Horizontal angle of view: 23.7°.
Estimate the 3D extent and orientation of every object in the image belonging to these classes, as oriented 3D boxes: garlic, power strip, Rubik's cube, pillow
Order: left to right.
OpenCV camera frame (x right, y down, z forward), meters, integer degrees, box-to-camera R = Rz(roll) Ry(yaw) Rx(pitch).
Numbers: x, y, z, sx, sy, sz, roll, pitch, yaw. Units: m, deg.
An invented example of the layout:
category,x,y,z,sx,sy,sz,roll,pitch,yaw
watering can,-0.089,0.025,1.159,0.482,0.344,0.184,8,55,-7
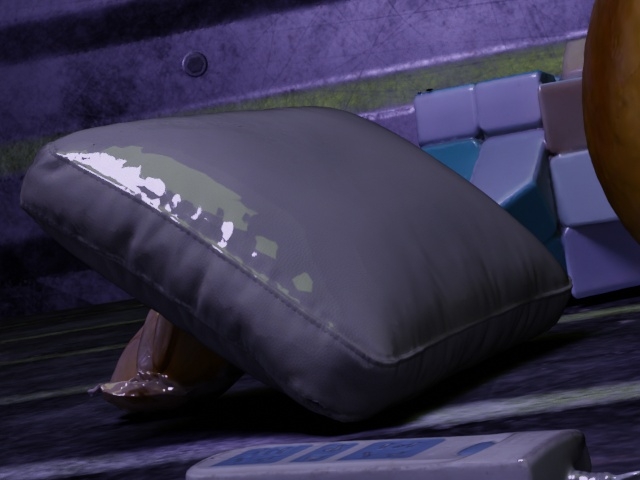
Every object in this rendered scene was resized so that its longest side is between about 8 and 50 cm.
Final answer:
category,x,y,z,sx,sy,sz,roll,pitch,yaw
garlic,-0.090,0.072,0.990,0.113,0.094,0.074,-15,-41,26
pillow,0.000,0.000,0.939,0.255,0.120,0.322,34,21,22
power strip,0.025,0.087,0.535,0.191,0.030,0.047,-9,2,35
Rubik's cube,0.209,-0.056,1.288,0.213,0.224,0.265,-7,-3,30

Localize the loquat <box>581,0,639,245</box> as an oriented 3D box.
category,x,y,z,sx,sy,sz,roll,pitch,yaw
loquat,0.304,-0.121,0.854,0.328,0.359,0.328,-7,-22,-3
